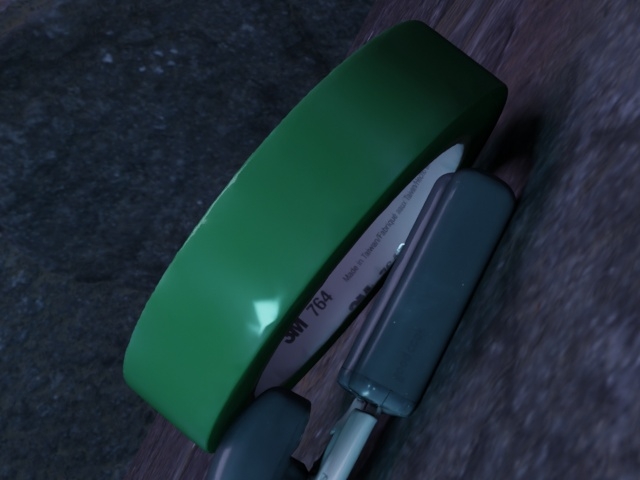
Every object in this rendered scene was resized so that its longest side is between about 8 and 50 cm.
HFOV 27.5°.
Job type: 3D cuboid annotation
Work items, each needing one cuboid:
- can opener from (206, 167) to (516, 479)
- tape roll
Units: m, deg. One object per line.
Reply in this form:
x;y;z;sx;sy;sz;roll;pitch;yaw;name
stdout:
0.021;0.072;0.832;0.283;0.095;0.076;-63;9;-7;can opener
0.000;0.000;0.898;0.321;0.077;0.321;-50;-9;-11;tape roll
